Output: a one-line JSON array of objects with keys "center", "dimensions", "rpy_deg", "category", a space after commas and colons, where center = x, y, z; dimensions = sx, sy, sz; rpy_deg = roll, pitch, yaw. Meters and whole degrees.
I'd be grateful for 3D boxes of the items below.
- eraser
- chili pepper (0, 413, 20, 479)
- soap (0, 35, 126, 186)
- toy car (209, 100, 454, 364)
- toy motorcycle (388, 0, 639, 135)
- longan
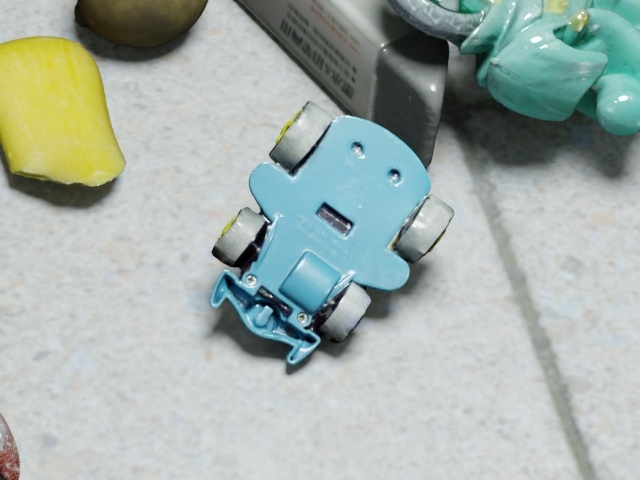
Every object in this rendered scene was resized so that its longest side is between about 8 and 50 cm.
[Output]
[{"center": [-0.008, -0.189, 1.263], "dimensions": [0.061, 0.089, 0.352], "rpy_deg": [-26, 56, -26], "category": "eraser"}, {"center": [-0.242, 0.098, 1.033], "dimensions": [0.153, 0.041, 0.050], "rpy_deg": [33, 98, 23], "category": "chili pepper"}, {"center": [-0.193, -0.087, 1.200], "dimensions": [0.089, 0.033, 0.168], "rpy_deg": [-12, 51, -10], "category": "soap"}, {"center": [0.000, 0.000, 1.117], "dimensions": [0.126, 0.098, 0.161], "rpy_deg": [35, 84, -3], "category": "toy car"}, {"center": [0.184, -0.162, 1.202], "dimensions": [0.198, 0.109, 0.296], "rpy_deg": [49, 41, 16], "category": "toy motorcycle"}, {"center": [-0.137, -0.192, 1.259], "dimensions": [0.119, 0.106, 0.106], "rpy_deg": [-18, 36, 39], "category": "longan"}]
